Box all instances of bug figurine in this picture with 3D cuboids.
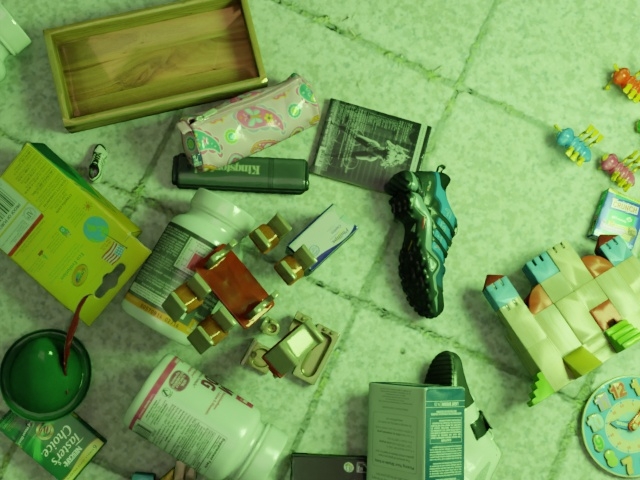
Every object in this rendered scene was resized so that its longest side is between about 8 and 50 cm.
[{"bbox_3d":[0.623,-0.228,1.871,0.279,0.072,0.216,-45,95,-12],"label":"bug figurine"}]

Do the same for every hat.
[{"bbox_3d":[-0.511,0.219,1.650,0.173,0.183,0.209,3,71,-12],"label":"hat"}]

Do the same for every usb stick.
[{"bbox_3d":[-0.160,-0.135,1.814,0.278,0.045,0.077,3,79,-3],"label":"usb stick"}]

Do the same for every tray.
[{"bbox_3d":[-0.330,-0.364,1.814,0.410,0.076,0.203,-14,85,-5],"label":"tray"}]

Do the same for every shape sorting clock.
[{"bbox_3d":[0.630,0.377,1.818,0.206,0.040,0.206,0,83,-4],"label":"shape sorting clock"}]

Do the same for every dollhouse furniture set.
[{"bbox_3d":[-0.057,0.210,1.743,0.151,0.123,0.144,28,82,-1],"label":"dollhouse furniture set"},{"bbox_3d":[-0.122,0.124,1.637,0.262,0.135,0.259,-39,89,-29],"label":"dollhouse furniture set"}]

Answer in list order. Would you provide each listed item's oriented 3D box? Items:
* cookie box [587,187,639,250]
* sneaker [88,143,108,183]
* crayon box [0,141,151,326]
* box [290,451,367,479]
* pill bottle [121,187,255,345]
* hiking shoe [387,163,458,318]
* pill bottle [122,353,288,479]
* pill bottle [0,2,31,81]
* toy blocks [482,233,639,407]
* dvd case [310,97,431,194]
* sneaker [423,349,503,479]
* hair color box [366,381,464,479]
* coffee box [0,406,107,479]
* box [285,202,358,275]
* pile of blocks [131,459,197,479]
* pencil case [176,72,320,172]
[{"bbox_3d":[0.619,-0.042,1.864,0.091,0.040,0.107,22,82,-1],"label":"cookie box"},{"bbox_3d":[-0.447,-0.156,1.799,0.032,0.037,0.083,7,82,-2],"label":"sneaker"},{"bbox_3d":[-0.496,-0.012,1.734,0.318,0.081,0.202,42,97,1],"label":"crayon box"},{"bbox_3d":[0.029,0.516,1.755,0.184,0.045,0.191,5,82,-7],"label":"box"},{"bbox_3d":[-0.249,0.049,1.728,0.162,0.162,0.278,30,83,0],"label":"pill bottle"},{"bbox_3d":[0.229,0.003,1.796,0.132,0.113,0.304,-10,95,-26],"label":"hiking shoe"},{"bbox_3d":[-0.214,0.352,1.696,0.283,0.160,0.160,32,82,-1],"label":"pill bottle"},{"bbox_3d":[-0.726,-0.339,1.729,0.318,0.176,0.176,-40,88,-8],"label":"pill bottle"},{"bbox_3d":[0.502,0.122,1.786,0.381,0.191,0.261,-30,75,-6],"label":"toy blocks"},{"bbox_3d":[0.105,-0.188,1.854,0.221,0.018,0.165,15,82,-2],"label":"dvd case"},{"bbox_3d":[0.284,0.383,1.766,0.146,0.122,0.331,2,82,-22],"label":"sneaker"},{"bbox_3d":[0.176,0.445,1.682,0.105,0.174,0.347,6,82,-34],"label":"hair color box"},{"bbox_3d":[-0.518,0.373,1.731,0.184,0.040,0.113,42,82,1],"label":"coffee box"},{"bbox_3d":[0.000,0.000,1.764,0.126,0.137,0.072,-43,88,-8],"label":"box"},{"bbox_3d":[-0.379,0.537,1.687,0.149,0.112,0.362,44,82,1],"label":"pile of blocks"},{"bbox_3d":[-0.143,-0.234,1.771,0.284,0.124,0.124,-24,86,-16],"label":"pencil case"}]
